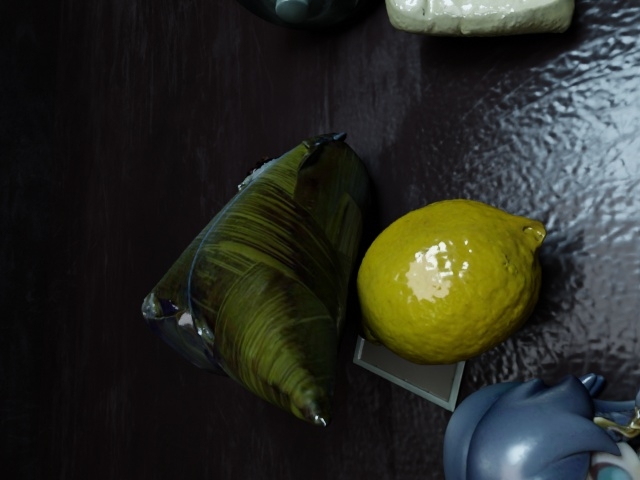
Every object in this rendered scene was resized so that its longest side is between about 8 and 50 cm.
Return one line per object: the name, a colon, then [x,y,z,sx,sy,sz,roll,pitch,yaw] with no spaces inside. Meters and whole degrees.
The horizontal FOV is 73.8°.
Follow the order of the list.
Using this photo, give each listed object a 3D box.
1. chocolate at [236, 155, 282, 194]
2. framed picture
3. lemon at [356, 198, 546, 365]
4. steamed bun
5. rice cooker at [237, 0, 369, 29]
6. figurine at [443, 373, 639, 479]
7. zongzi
chocolate: [-0.082,-0.102,0.812,0.156,0.156,0.133,-63,20,19]
framed picture: [0.134,0.150,0.641,0.183,0.011,0.141,14,96,43]
lemon: [0.146,0.050,0.512,0.257,0.188,0.188,-34,63,26]
steamed bun: [0.195,-0.343,0.563,0.213,0.110,0.231,-9,75,19]
rice cooker: [-0.033,-0.505,0.700,0.316,0.264,0.316,-175,90,-84]
figurine: [0.247,0.206,0.388,0.197,0.265,0.175,134,142,-63]
zongzi: [0.000,0.000,0.521,0.403,0.208,0.432,-52,20,-21]
